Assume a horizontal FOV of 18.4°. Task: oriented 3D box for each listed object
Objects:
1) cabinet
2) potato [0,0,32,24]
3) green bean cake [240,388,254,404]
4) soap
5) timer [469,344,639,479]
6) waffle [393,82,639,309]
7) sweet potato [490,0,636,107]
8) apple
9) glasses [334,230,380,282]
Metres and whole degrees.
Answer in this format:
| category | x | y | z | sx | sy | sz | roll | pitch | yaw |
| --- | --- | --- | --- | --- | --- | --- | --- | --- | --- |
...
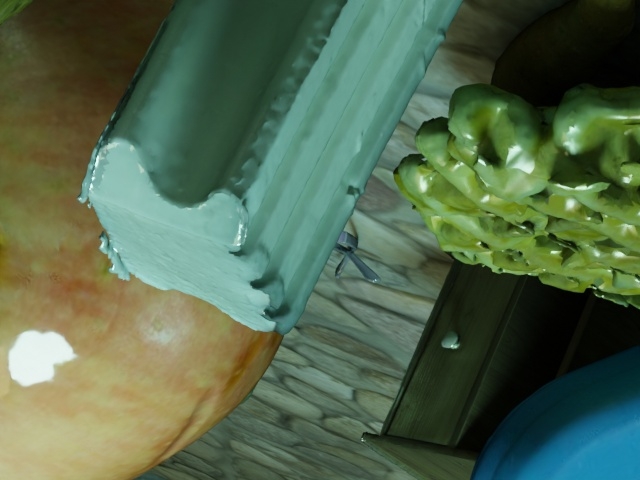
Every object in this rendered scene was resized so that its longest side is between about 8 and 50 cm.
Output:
| category | x | y | z | sx | sy | sz | roll | pitch | yaw |
| --- | --- | --- | --- | --- | --- | --- | --- | --- | --- |
| cabinet | 0.170 | 0.110 | 1.445 | 0.148 | 0.175 | 0.215 | 36 | 161 | -34 |
| potato | -0.201 | -0.199 | 0.916 | 0.202 | 0.218 | 0.351 | 45 | 159 | 20 |
| green bean cake | -0.117 | 0.035 | 1.641 | 0.185 | 0.094 | 0.183 | 28 | -159 | -4 |
| soap | -0.012 | -0.094 | 0.925 | 0.094 | 0.261 | 0.150 | 23 | 163 | 18 |
| timer | 0.253 | 0.213 | 1.296 | 0.115 | 0.309 | 0.340 | -132 | 25 | -62 |
| waffle | 0.197 | -0.014 | 1.092 | 0.317 | 0.073 | 0.297 | 4 | 162 | 3 |
| sweet potato | 0.130 | -0.093 | 1.091 | 0.069 | 0.059 | 0.249 | 3 | 158 | 2 |
| apple | -0.196 | -0.011 | 1.245 | 0.391 | 0.391 | 0.346 | 15 | 180 | 30 |
| glasses | 0.000 | 0.000 | 1.606 | 0.104 | 0.062 | 0.140 | 10 | 177 | -42 |
